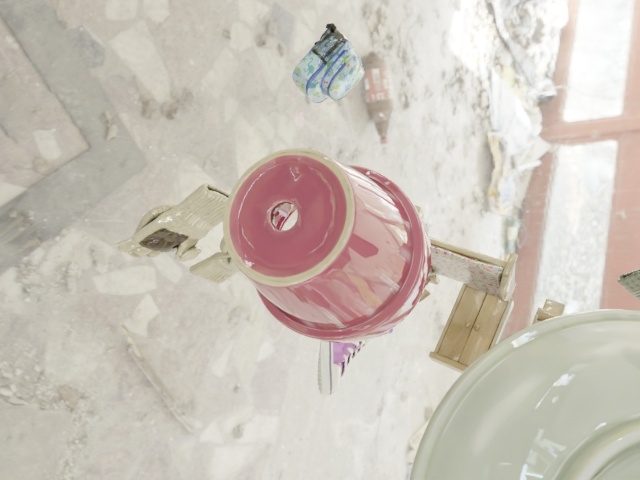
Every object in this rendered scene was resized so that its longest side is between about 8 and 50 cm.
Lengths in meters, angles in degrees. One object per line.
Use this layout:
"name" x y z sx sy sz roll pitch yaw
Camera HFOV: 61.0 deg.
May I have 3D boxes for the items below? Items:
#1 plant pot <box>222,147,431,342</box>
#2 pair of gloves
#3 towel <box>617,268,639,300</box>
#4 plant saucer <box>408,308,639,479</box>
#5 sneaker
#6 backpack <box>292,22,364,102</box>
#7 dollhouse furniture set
"plant pot" 0.000 0.000 0.556 0.180 0.202 0.201 36 62 -66
"pair of gloves" -0.166 0.009 0.852 0.240 0.204 0.042 34 42 -50
"towel" 0.958 0.115 1.304 0.312 0.324 0.056 37 52 -6
"plant saucer" 0.269 0.246 0.416 0.100 0.401 0.400 75 27 -74
"sneaker" 0.080 0.214 1.200 0.102 0.161 0.282 95 5 -50
"backpack" 0.014 -0.293 0.941 0.114 0.084 0.105 -43 163 7
"dollhouse furniture set" 0.270 0.122 0.948 0.173 0.304 0.355 -63 152 -15
